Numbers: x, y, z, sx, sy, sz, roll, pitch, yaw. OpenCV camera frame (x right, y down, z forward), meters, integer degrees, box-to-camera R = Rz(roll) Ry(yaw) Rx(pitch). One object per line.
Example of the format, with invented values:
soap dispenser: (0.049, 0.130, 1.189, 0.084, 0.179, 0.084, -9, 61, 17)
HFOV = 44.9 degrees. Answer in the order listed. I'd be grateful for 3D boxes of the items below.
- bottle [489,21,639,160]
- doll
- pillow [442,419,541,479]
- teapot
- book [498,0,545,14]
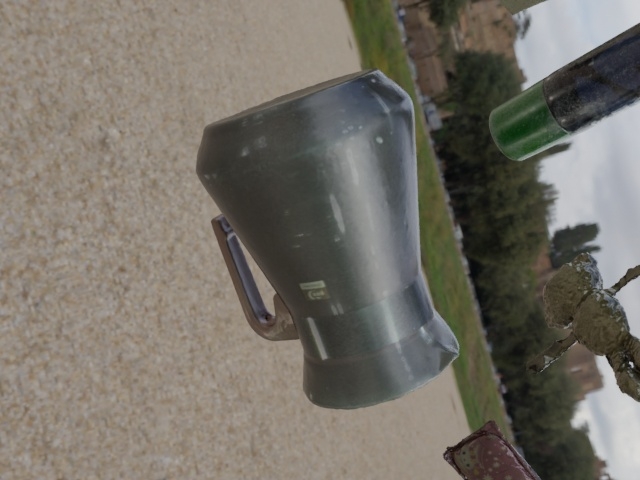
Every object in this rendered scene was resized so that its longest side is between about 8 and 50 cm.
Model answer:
bottle: (0.375, -0.209, 1.011, 0.093, 0.330, 0.093, 20, 57, -35)
doll: (0.394, 0.111, 1.069, 0.203, 0.091, 0.286, -69, -167, -8)
pillow: (0.260, 0.337, 1.055, 0.043, 0.118, 0.185, -21, 69, -47)
teapot: (0.000, 0.000, 0.908, 0.253, 0.300, 0.344, -32, 108, -49)
book: (0.205, -0.394, 0.934, 0.289, 0.026, 0.201, 36, -16, -22)
